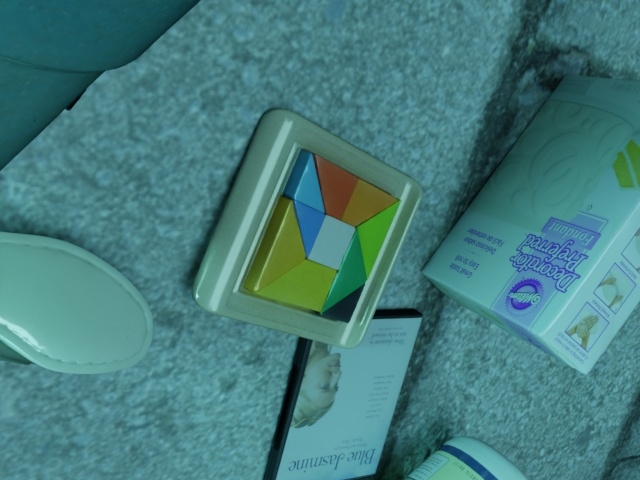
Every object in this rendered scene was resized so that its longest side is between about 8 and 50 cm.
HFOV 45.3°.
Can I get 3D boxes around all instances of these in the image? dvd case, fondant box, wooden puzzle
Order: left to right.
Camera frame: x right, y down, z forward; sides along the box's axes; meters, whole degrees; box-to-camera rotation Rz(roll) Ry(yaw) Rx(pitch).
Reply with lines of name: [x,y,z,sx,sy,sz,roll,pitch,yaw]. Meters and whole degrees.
wooden puzzle: [0.000,0.000,0.839,0.239,0.044,0.220,22,91,-40]
dvd case: [0.029,0.207,0.988,0.180,0.022,0.253,2,110,-37]
fondant box: [0.305,-0.036,0.921,0.096,0.238,0.330,37,87,-29]

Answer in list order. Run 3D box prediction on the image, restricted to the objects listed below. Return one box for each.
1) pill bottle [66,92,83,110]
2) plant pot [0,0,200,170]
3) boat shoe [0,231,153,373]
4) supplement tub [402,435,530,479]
pill bottle: [-0.165,-0.213,0.579,0.123,0.123,0.219,38,87,-41]
plant pot: [-0.265,-0.139,0.383,0.334,0.341,0.341,-41,134,20]
boat shoe: [-0.282,0.046,0.639,0.305,0.091,0.109,24,62,-42]
supplement tub: [0.156,0.455,1.058,0.325,0.235,0.235,-36,128,-17]
